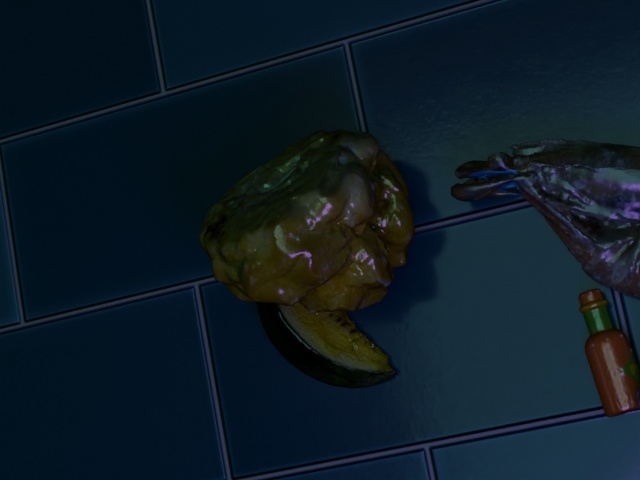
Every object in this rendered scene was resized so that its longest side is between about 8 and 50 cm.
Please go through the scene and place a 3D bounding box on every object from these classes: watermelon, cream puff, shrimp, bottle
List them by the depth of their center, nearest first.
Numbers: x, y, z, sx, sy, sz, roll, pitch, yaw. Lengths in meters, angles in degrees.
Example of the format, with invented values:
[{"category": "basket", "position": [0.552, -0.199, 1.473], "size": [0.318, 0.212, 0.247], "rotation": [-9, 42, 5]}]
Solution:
[{"category": "bottle", "position": [0.423, 0.162, 1.869], "size": [0.069, 0.069, 0.187], "rotation": [-20, 78, 15]}, {"category": "shrimp", "position": [0.415, -0.043, 1.888], "size": [0.445, 0.110, 0.221], "rotation": [15, 97, 15]}, {"category": "cream puff", "position": [-0.001, 0.001, 1.918], "size": [0.291, 0.324, 0.257], "rotation": [-28, 114, 28]}, {"category": "watermelon", "position": [-0.018, 0.128, 2.021], "size": [0.129, 0.123, 0.301], "rotation": [-32, 71, -21]}]

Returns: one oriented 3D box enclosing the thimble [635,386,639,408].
[{"category": "thimble", "position": [0.541, 0.195, 1.773], "size": [0.189, 0.163, 0.125], "rotation": [-45, 69, -2]}]
